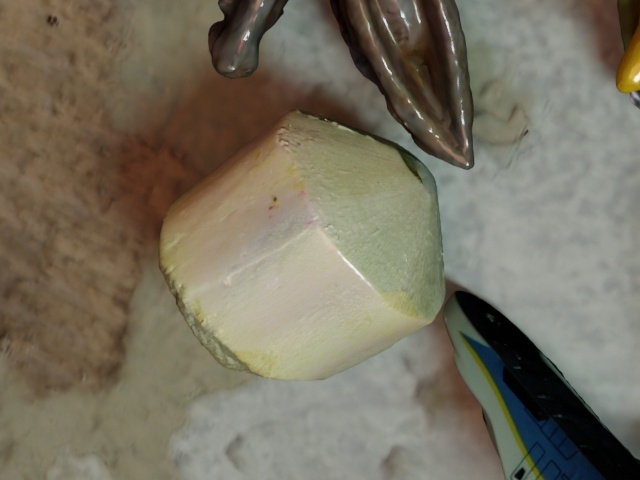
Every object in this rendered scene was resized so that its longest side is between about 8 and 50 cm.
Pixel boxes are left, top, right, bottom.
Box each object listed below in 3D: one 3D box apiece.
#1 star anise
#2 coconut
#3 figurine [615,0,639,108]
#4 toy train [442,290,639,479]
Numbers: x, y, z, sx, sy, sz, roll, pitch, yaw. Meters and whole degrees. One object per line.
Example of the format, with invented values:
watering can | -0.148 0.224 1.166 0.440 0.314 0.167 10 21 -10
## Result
star anise | -0.020 -0.165 0.807 0.257 0.110 0.198 20 77 -1
coconut | 0.000 0.000 0.817 0.122 0.116 0.116 -32 86 21
figurine | 0.198 -0.138 0.761 0.166 0.141 0.250 13 65 2
toy train | 0.114 0.110 0.778 0.051 0.052 0.234 -54 48 17
